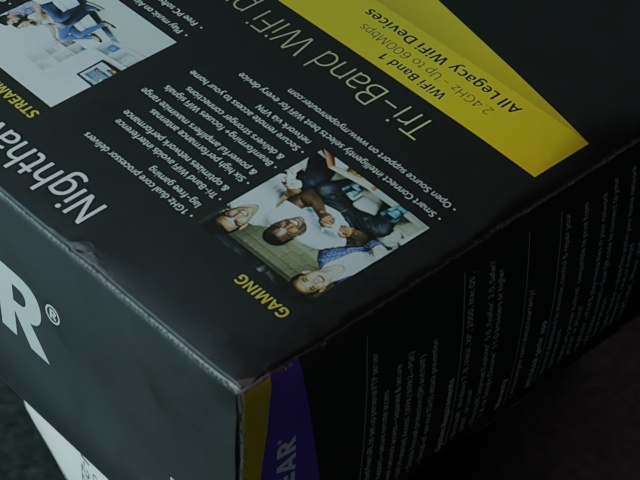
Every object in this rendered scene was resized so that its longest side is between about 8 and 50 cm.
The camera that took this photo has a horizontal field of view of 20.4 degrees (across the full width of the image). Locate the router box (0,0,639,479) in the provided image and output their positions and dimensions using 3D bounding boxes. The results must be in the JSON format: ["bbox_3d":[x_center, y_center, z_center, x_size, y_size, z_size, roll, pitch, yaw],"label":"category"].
[{"bbox_3d":[-0.034,-0.068,0.548,0.243,0.081,0.309,-30,52,-31],"label":"router box"}]

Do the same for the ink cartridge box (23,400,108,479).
[{"bbox_3d":[0.000,0.000,0.655,0.217,0.159,0.092,-23,49,-27],"label":"ink cartridge box"}]
